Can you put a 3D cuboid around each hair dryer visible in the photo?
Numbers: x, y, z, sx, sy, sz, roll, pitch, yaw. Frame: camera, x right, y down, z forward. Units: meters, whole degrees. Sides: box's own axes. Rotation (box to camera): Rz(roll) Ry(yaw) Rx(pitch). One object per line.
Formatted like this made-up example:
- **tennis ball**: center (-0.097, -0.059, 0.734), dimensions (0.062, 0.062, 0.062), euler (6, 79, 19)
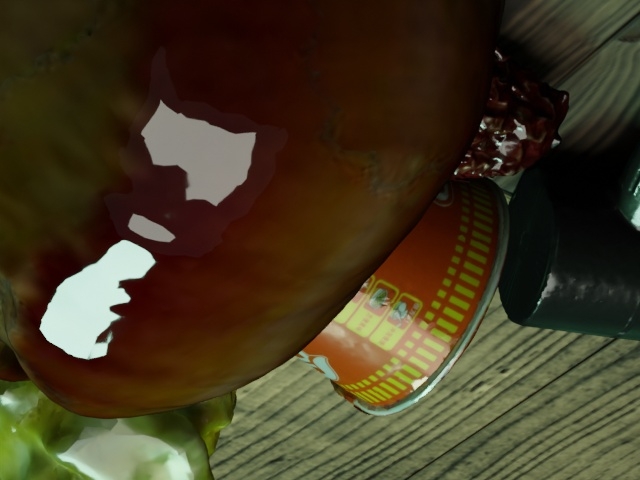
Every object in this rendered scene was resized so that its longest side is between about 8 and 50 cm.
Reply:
- **hair dryer**: center (0.282, -0.045, 1.160), dimensions (0.244, 0.116, 0.302), euler (6, 136, -14)

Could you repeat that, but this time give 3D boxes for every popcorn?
- **popcorn**: center (-0.186, 0.088, 1.224), dimensions (0.276, 0.225, 0.276), euler (-1, 101, -4)

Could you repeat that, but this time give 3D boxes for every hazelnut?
- **hazelnut**: center (-0.082, -0.092, 0.865), dimensions (0.359, 0.359, 0.409), euler (14, 141, -20)

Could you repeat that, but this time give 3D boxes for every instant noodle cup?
- **instant noodle cup**: center (-0.014, -0.006, 1.147), dimensions (0.212, 0.193, 0.193), euler (28, 136, -21)

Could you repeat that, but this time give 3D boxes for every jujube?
- **jujube**: center (0.079, -0.084, 1.093), dimensions (0.166, 0.104, 0.104), euler (24, 137, -33)
